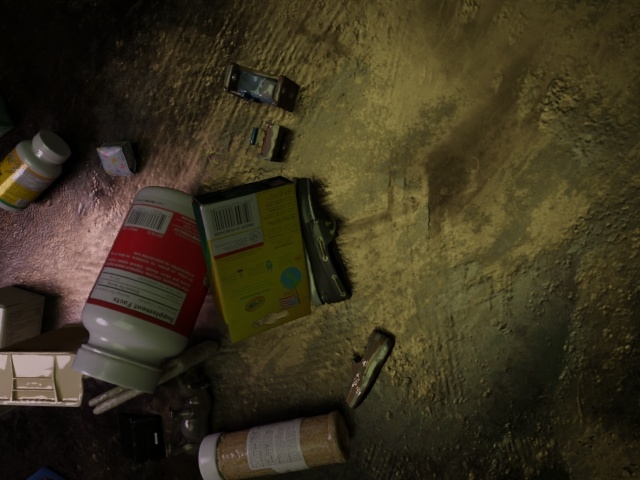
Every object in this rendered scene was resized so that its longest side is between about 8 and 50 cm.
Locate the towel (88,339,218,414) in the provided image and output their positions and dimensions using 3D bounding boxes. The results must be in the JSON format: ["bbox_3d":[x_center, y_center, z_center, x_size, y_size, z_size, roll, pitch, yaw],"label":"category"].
[{"bbox_3d":[-0.401,0.331,1.242,0.282,0.187,0.049,-28,87,14],"label":"towel"}]

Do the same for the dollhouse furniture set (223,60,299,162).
[{"bbox_3d":[-0.145,-0.283,1.144,0.129,0.129,0.183,17,100,10],"label":"dollhouse furniture set"}]

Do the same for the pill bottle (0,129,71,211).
[{"bbox_3d":[-0.735,-0.178,1.289,0.208,0.117,0.117,-38,88,14],"label":"pill bottle"}]

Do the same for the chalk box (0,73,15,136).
[{"bbox_3d":[-0.923,-0.330,1.279,0.289,0.180,0.179,-26,91,15],"label":"chalk box"}]

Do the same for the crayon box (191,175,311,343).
[{"bbox_3d":[-0.139,0.041,1.087,0.202,0.081,0.318,-16,114,-23],"label":"crayon box"}]

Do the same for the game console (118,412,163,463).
[{"bbox_3d":[-0.483,0.525,1.372,0.107,0.071,0.122,-5,97,-17],"label":"game console"}]

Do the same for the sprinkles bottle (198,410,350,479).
[{"bbox_3d":[-0.112,0.502,1.233,0.355,0.121,0.121,-16,93,13],"label":"sprinkles bottle"}]

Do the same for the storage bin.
[{"bbox_3d":[-0.600,0.293,1.242,0.260,0.262,0.123,-2,94,12],"label":"storage bin"}]

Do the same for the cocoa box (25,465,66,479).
[{"bbox_3d":[-0.784,0.848,1.361,0.228,0.231,0.347,28,101,8],"label":"cocoa box"}]

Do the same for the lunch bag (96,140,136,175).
[{"bbox_3d":[-0.503,-0.202,1.269,0.071,0.053,0.083,-1,122,12],"label":"lunch bag"}]

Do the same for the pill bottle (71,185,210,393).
[{"bbox_3d":[-0.366,0.107,1.109,0.229,0.229,0.407,15,72,10],"label":"pill bottle"}]

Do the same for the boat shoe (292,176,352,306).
[{"bbox_3d":[0.001,-0.001,1.161,0.091,0.109,0.305,-10,100,12],"label":"boat shoe"}]

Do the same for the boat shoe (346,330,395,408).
[{"bbox_3d":[0.103,0.301,1.200,0.072,0.068,0.190,29,92,20],"label":"boat shoe"}]

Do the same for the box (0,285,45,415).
[{"bbox_3d":[-0.849,0.292,1.355,0.121,0.148,0.311,14,98,11],"label":"box"}]

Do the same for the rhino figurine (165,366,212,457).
[{"bbox_3d":[-0.328,0.434,1.290,0.106,0.073,0.243,3,98,-25],"label":"rhino figurine"}]
